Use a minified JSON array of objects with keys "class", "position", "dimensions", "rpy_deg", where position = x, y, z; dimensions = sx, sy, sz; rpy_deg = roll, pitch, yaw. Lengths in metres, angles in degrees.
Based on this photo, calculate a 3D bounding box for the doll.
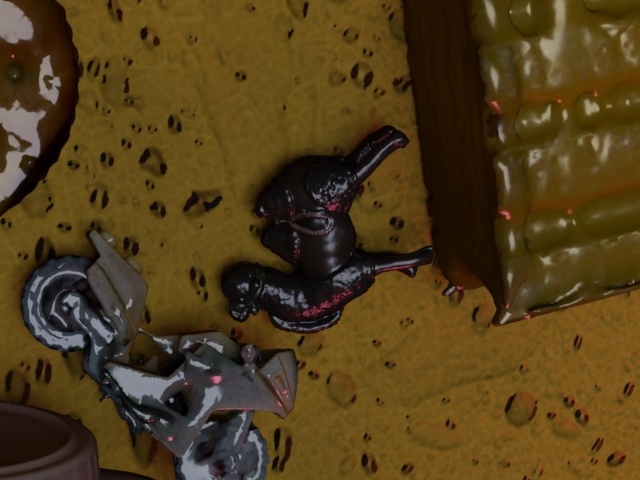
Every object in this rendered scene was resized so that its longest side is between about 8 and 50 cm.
[{"class":"doll","position":[0.000,0.000,1.242],"dimensions":[0.165,0.057,0.139],"rpy_deg":[-19,110,-9]}]

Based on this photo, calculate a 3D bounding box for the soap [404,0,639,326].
[{"class":"soap","position":[0.240,-0.120,1.245],"dimensions":[0.335,0.156,0.293],"rpy_deg":[-15,103,-15]}]

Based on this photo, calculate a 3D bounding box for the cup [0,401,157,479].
[{"class":"cup","position":[-0.224,0.263,1.129],"dimensions":[0.288,0.208,0.273],"rpy_deg":[2,100,-1]}]

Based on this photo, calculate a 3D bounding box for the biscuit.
[{"class":"biscuit","position":[-0.268,-0.108,1.119],"dimensions":[0.220,0.066,0.221],"rpy_deg":[-4,103,-19]}]

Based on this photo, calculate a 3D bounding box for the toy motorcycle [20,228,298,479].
[{"class":"toy motorcycle","position":[-0.107,0.083,1.208],"dimensions":[0.130,0.094,0.229],"rpy_deg":[-45,98,-9]}]
